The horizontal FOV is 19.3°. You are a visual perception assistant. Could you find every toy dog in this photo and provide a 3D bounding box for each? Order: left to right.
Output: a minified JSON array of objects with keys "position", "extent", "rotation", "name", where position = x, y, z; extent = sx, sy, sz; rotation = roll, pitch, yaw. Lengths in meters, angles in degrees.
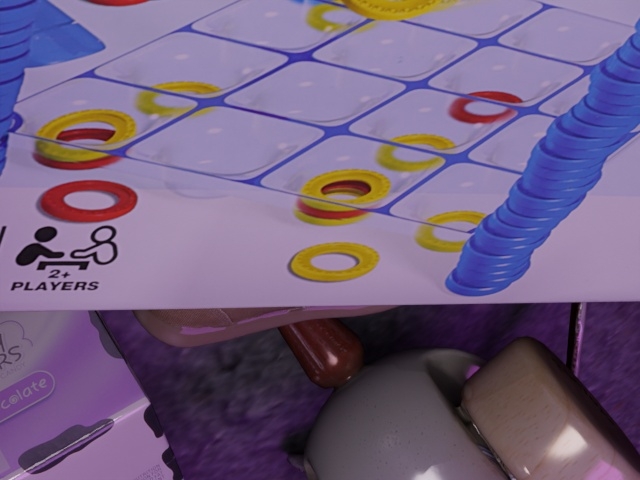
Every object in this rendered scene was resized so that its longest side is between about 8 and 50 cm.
[{"position":[0.053,0.090,0.863],"extent":[0.220,0.161,0.333],"rotation":[-33,168,-9],"name":"toy dog"}]

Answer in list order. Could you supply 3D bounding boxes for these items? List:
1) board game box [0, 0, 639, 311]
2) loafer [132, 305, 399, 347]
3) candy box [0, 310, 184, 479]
[{"position":[0.032,-0.113,0.343],"extent":[0.308,0.086,0.302],"rotation":[0,140,-26],"name":"board game box"},{"position":[0.000,0.000,0.711],"extent":[0.148,0.056,0.050],"rotation":[-20,156,-25],"name":"loafer"},{"position":[-0.135,0.115,0.731],"extent":[0.165,0.070,0.196],"rotation":[-29,153,-10],"name":"candy box"}]
